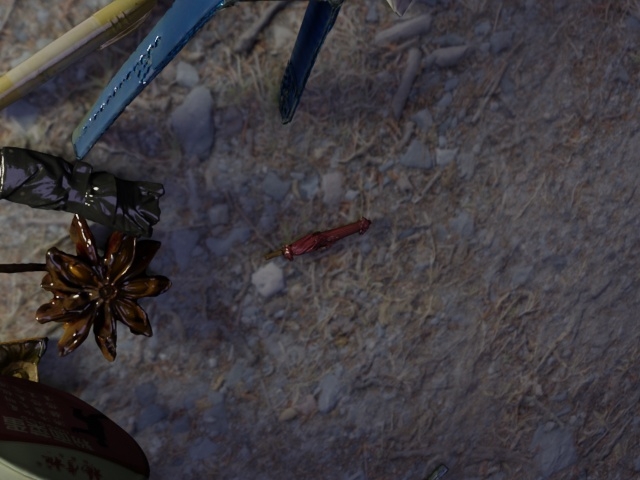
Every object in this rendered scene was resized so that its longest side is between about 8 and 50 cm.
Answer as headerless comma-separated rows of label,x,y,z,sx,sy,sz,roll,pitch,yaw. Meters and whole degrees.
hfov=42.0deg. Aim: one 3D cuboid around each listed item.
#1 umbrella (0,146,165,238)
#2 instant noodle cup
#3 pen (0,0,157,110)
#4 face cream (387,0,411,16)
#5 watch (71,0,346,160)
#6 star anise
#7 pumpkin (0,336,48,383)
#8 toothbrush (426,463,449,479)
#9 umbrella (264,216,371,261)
umbrella,-0.289,-0.057,0.899,0.236,0.059,0.066,14,78,-22
instant noodle cup,-0.323,0.273,0.887,0.235,0.235,0.178,26,94,-36
pen,-0.270,-0.198,0.888,0.233,0.032,0.040,-37,148,-10
face cream,0.052,-0.376,0.988,0.244,0.058,0.092,36,86,-42
watch,-0.119,-0.199,0.873,0.276,0.068,0.274,-15,160,-26
star anise,-0.273,0.034,0.957,0.177,0.073,0.234,-52,130,-21
pumpkin,-0.373,0.149,0.976,0.101,0.035,0.073,0,101,-35
toothbrush,0.139,0.465,1.424,0.219,0.016,0.019,-45,127,-6
umbrella,0.000,0.000,1.136,0.165,0.025,0.027,-20,98,-24
